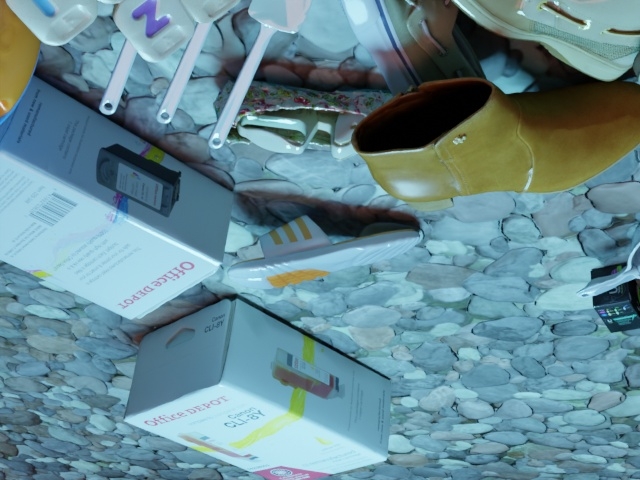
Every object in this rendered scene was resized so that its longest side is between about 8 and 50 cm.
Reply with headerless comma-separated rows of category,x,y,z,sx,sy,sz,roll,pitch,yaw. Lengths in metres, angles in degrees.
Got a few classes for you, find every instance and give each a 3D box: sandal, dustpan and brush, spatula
sandal,0.000,0.003,1.161,0.265,0.076,0.102,-12,162,-8
dustpan and brush,0.432,0.024,1.113,0.211,0.060,0.147,-21,137,34
spatula,-0.117,-0.203,0.849,0.168,0.019,0.242,17,123,-20

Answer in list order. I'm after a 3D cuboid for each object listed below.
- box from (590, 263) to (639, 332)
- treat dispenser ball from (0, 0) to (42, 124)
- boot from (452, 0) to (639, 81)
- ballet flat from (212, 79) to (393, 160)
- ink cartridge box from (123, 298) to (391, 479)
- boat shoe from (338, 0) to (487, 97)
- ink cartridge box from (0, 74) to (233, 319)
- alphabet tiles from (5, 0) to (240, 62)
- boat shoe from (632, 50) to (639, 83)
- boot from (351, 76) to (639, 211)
box,0.419,0.083,1.200,0.052,0.062,0.083,-15,140,31
treat dispenser ball,-0.386,-0.201,0.727,0.288,0.288,0.288,5,146,3
boot,0.236,-0.247,0.712,0.262,0.095,0.203,19,146,-28
ballet flat,-0.003,-0.126,0.957,0.241,0.077,0.091,4,145,3
ink cartridge box,-0.105,0.281,1.498,0.385,0.160,0.279,32,139,-33
boat shoe,0.081,-0.218,0.802,0.094,0.109,0.302,-20,150,15
ink cartridge box,-0.300,-0.041,1.088,0.306,0.131,0.226,30,139,-32
alphabet tiles,-0.141,-0.282,0.660,0.284,0.021,0.278,-37,138,-1
boat shoe,0.415,-0.173,0.744,0.257,0.095,0.095,-26,161,18
boot,0.188,-0.110,0.833,0.295,0.104,0.211,-20,162,12
